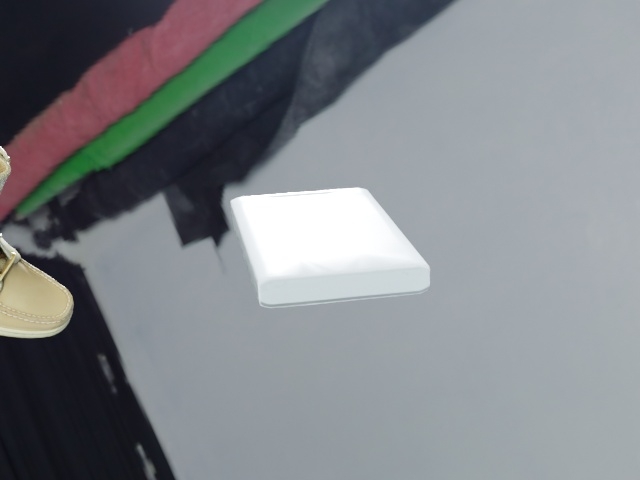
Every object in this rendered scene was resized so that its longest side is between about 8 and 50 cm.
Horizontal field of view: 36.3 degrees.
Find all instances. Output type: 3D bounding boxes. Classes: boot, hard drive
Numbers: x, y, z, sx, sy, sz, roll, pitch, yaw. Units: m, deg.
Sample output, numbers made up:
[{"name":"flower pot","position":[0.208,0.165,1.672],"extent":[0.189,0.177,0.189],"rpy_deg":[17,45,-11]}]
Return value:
[{"name":"boot","position":[-0.369,-0.006,1.076],"extent":[0.203,0.262,0.095],"rpy_deg":[-47,20,38]},{"name":"hard drive","position":[0.000,0.000,1.261],"extent":[0.203,0.040,0.307],"rpy_deg":[-5,21,-10]}]
